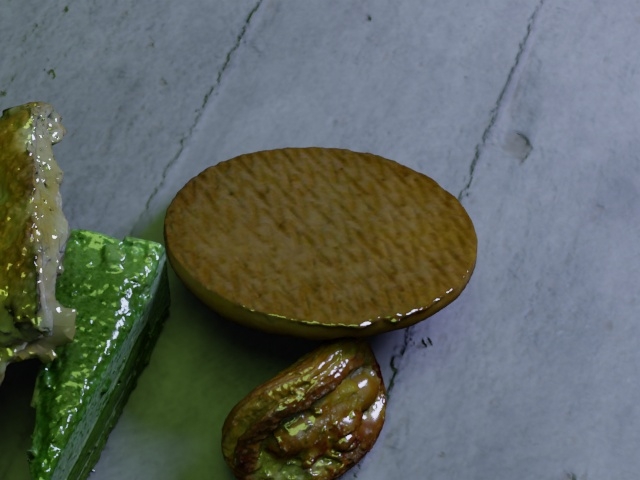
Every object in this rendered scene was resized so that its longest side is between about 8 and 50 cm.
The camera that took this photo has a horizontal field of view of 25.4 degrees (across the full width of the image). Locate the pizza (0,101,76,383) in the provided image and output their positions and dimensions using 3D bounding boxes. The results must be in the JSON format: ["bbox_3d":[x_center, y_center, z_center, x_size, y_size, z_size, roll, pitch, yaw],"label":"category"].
[{"bbox_3d":[-0.274,0.054,1.049,0.323,0.089,0.223,-48,52,4],"label":"pizza"}]

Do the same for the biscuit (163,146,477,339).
[{"bbox_3d":[0.000,0.001,1.157,0.262,0.037,0.262,3,34,-2],"label":"biscuit"}]

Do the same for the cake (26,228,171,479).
[{"bbox_3d":[-0.168,0.111,1.076,0.099,0.100,0.235,1,56,-3],"label":"cake"}]

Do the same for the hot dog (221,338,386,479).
[{"bbox_3d":[-0.008,0.132,1.087,0.147,0.099,0.065,-34,29,-26],"label":"hot dog"}]
